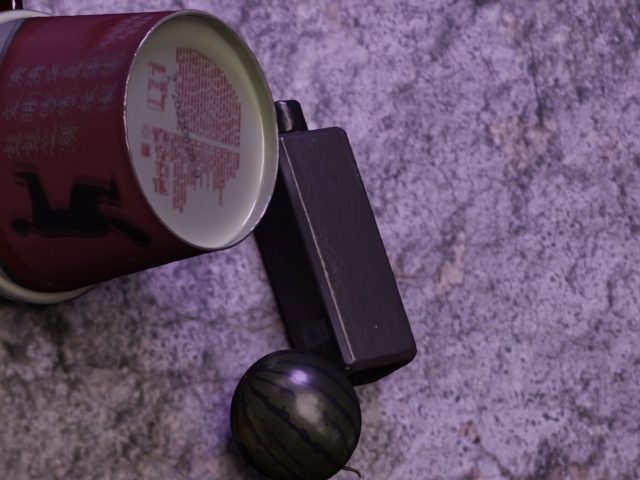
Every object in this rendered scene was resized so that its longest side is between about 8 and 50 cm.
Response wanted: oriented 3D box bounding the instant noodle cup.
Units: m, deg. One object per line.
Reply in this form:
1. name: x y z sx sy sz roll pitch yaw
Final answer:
1. instant noodle cup: -0.153 -0.072 1.452 0.234 0.178 0.235 10 77 -53

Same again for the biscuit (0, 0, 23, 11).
1. biscuit: -0.410 -0.180 1.451 0.407 0.091 0.407 12 64 -25

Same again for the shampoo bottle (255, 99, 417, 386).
1. shampoo bottle: 0.000 0.000 1.619 0.079 0.080 0.246 -10 76 -34

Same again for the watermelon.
1. watermelon: -0.012 0.150 1.537 0.133 0.105 0.105 47 54 -19
